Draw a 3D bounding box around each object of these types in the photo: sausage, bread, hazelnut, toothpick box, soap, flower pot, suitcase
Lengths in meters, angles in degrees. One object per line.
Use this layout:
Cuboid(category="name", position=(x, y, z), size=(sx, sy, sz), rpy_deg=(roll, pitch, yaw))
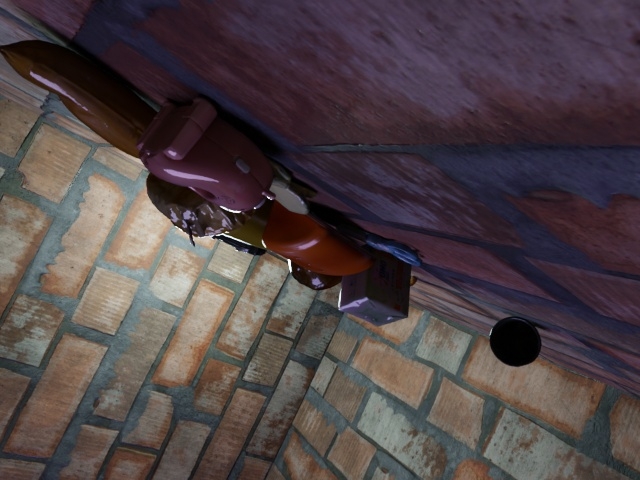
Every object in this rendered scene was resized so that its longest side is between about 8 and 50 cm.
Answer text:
Cuboid(category="sausage", position=(-0.438, -0.276, 0.968), size=(0.134, 0.116, 0.354), rpy_deg=(39, 180, 31))
Cuboid(category="bread", position=(-0.311, -0.127, 1.323), size=(0.388, 0.236, 0.183), rpy_deg=(32, 166, 50))
Cuboid(category="hazelnut", position=(-0.013, 0.062, 1.712), size=(0.251, 0.217, 0.217), rpy_deg=(38, -177, 37))
Cuboid(category="toothpick box", position=(-0.188, -0.064, 1.569), size=(0.271, 0.175, 0.175), rpy_deg=(26, 176, -38))
Cuboid(category="soap", position=(0.167, 0.134, 1.509), size=(0.182, 0.199, 0.138), rpy_deg=(28, 146, -30))
Cuboid(category="flower pot", position=(0.640, 0.323, 1.612), size=(0.157, 0.158, 0.106), rpy_deg=(22, -172, 35))
Cuboid(category="suitcase", position=(-0.319, -0.074, 1.949), size=(0.312, 0.202, 0.128), rpy_deg=(22, -176, 34))

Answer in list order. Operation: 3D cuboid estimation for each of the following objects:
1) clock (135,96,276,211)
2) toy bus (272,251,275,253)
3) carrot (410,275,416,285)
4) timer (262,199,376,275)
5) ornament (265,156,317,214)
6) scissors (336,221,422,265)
Cuboid(category="clock", position=(-0.200, -0.133, 0.925), size=(0.241, 0.142, 0.227), rpy_deg=(38, 169, -35))
Cuboid(category="toy bus", position=(-0.123, 0.006, 2.103), size=(0.305, 0.143, 0.179), rpy_deg=(26, 173, 3))
Cuboid(category="carrot", position=(0.349, 0.153, 1.900), size=(0.035, 0.035, 0.142), rpy_deg=(25, 168, 5))
Cuboid(category="timer", position=(0.000, 0.000, 1.407), size=(0.250, 0.161, 0.257), rpy_deg=(15, 168, 45))
Cuboid(category="ornament", position=(-0.117, -0.136, 1.133), size=(0.180, 0.059, 0.201), rpy_deg=(21, 170, 38))
Cuboid(category="scissors", position=(0.153, 0.004, 1.350), size=(0.256, 0.030, 0.125), rpy_deg=(23, 171, 27))
